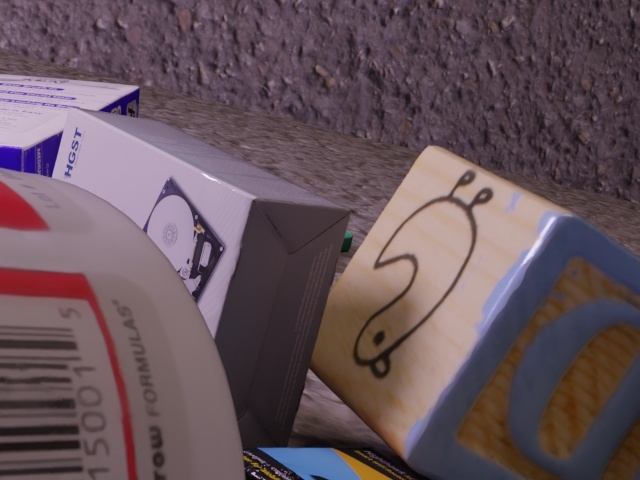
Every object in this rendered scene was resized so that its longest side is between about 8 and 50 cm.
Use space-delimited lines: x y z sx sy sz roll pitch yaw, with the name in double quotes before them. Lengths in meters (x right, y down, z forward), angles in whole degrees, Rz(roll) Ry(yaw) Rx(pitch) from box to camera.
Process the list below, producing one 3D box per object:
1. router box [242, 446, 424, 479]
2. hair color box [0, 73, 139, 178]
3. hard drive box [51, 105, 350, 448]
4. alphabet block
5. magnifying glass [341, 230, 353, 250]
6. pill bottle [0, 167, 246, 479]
"router box" 0.036 0.171 0.801 0.133 0.046 0.179 8 13 -44
"hair color box" -0.291 -0.071 1.255 0.185 0.110 0.339 5 16 7
"hard drive box" -0.104 0.025 0.997 0.089 0.181 0.232 6 13 -42
"alphabet block" 0.133 0.074 0.976 0.193 0.192 0.197 34 0 -27
"magnifying glass" 0.000 0.000 1.772 0.092 0.026 0.231 16 10 -6
"pill bottle" -0.233 0.076 0.348 0.408 0.229 0.229 6 14 -47
